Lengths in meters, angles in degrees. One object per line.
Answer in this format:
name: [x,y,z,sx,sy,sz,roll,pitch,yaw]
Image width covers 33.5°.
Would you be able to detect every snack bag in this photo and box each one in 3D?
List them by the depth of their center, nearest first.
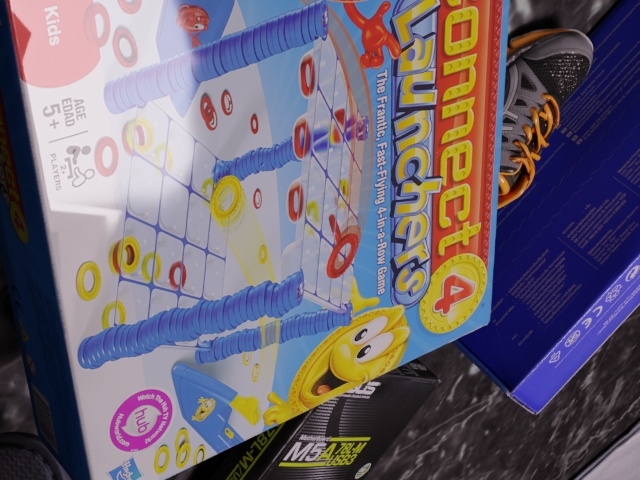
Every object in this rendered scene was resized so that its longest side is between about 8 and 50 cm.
snack bag: [0.377,0.444,1.595,0.342,0.037,0.323,-36,143,-13]

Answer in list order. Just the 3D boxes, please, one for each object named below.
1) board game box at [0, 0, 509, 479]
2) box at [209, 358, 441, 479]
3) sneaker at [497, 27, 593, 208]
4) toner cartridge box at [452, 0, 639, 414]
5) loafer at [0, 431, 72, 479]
board game box: [-0.031,-0.042,0.616,0.302,0.086,0.308,-21,125,-30]
box: [0.002,0.177,0.942,0.184,0.045,0.191,-52,150,12]
sneaker: [0.137,-0.073,0.811,0.215,0.083,0.084,-45,143,-4]
toner cartridge box: [0.224,-0.046,0.856,0.348,0.165,0.075,-47,144,3]
loafer: [-0.272,0.233,0.704,0.302,0.109,0.095,-41,164,4]
